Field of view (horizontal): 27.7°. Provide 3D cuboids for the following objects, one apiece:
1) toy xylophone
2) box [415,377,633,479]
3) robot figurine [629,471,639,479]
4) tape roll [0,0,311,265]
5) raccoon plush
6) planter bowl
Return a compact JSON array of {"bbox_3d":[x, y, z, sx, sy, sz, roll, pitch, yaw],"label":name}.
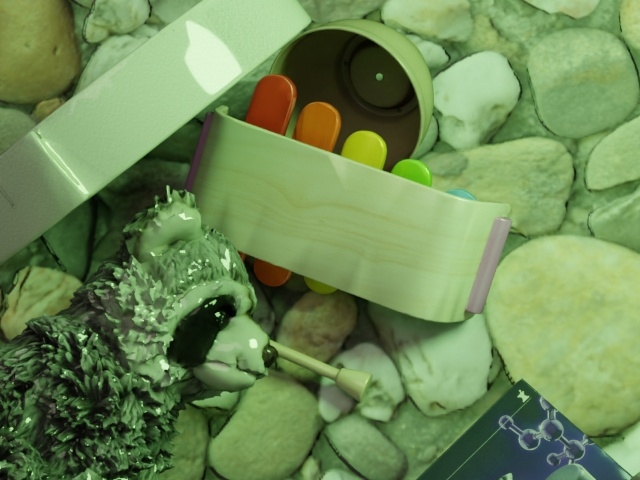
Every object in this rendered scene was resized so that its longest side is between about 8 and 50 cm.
[{"bbox_3d":[0.000,0.000,1.203,0.322,0.081,0.236,29,104,13],"label":"toy xylophone"},{"bbox_3d":[0.140,0.273,1.057,0.261,0.103,0.184,-42,63,-13],"label":"box"},{"bbox_3d":[0.224,0.275,0.901,0.278,0.209,0.173,-42,85,-12],"label":"robot figurine"},{"bbox_3d":[-0.178,-0.103,1.148,0.392,0.392,0.072,-40,99,-12],"label":"tape roll"},{"bbox_3d":[-0.263,0.089,1.077,0.446,0.216,0.299,12,78,-5],"label":"raccoon plush"},{"bbox_3d":[0.043,-0.146,1.259,0.162,0.162,0.109,19,34,17],"label":"planter bowl"}]
